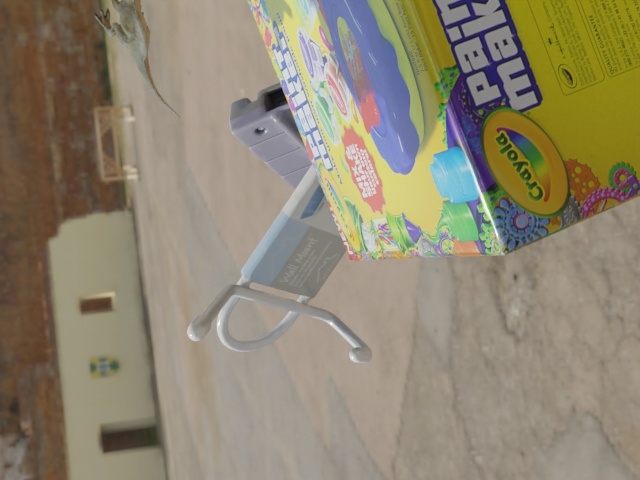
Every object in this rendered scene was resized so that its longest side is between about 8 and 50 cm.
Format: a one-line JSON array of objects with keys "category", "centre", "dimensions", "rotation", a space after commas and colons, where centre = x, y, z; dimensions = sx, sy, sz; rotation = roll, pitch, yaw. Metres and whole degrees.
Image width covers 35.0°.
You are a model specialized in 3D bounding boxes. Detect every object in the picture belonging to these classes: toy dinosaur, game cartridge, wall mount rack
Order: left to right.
[{"category": "toy dinosaur", "centre": [-0.195, -0.214, 1.060], "dimensions": [0.092, 0.053, 0.183], "rotation": [51, 155, 42]}, {"category": "wall mount rack", "centre": [0.000, 0.000, 1.033], "dimensions": [0.130, 0.304, 0.350], "rotation": [43, 106, 37]}, {"category": "game cartridge", "centre": [0.103, -0.145, 1.182], "dimensions": [0.230, 0.355, 0.068], "rotation": [44, -146, -47]}]

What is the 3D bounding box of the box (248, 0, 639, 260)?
[{"category": "box", "centre": [0.079, -0.152, 0.628], "dimensions": [0.290, 0.177, 0.279], "rotation": [68, 167, -3]}]
